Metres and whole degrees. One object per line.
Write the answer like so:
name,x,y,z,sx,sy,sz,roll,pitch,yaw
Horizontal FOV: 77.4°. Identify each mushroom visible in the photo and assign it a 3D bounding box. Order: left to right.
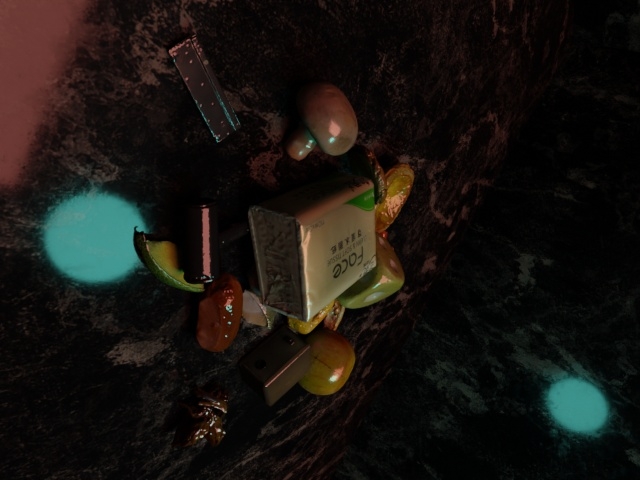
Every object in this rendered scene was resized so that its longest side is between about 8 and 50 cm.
mushroom,0.002,-0.319,1.082,0.207,0.209,0.206,10,72,-34

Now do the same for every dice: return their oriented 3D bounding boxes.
dice,0.163,0.113,1.536,0.238,0.233,0.227,-34,155,23

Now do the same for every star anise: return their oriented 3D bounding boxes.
star anise,-0.380,0.565,1.303,0.237,0.148,0.346,-35,151,-38

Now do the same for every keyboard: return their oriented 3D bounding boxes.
keyboard,-0.244,-0.318,0.856,0.072,0.023,0.231,-41,145,-15

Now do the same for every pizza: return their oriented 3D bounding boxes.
pizza,0.066,0.328,1.825,0.134,0.056,0.270,-16,129,-59

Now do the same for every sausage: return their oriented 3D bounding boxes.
sausage,-0.288,0.208,1.148,0.133,0.133,0.258,-18,130,-48

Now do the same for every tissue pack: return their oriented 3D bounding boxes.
tissue pack,0.000,0.000,1.225,0.405,0.205,0.331,-31,126,-46

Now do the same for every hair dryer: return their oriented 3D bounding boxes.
hair dryer,-0.257,-0.021,1.034,0.251,0.089,0.197,-31,127,-61

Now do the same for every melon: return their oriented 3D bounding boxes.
melon,-0.358,0.054,0.988,0.114,0.053,0.261,-58,150,-16
melon,-0.199,0.236,1.320,0.093,0.139,0.202,-37,152,6

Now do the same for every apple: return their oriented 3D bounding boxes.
apple,0.018,0.525,1.728,0.286,0.233,0.286,-54,161,-29

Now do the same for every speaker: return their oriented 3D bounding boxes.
speaker,-0.168,0.473,1.519,0.231,0.153,0.192,-36,143,-33

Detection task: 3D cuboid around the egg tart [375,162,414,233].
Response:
egg tart,0.240,-0.176,1.574,0.319,0.128,0.318,-38,146,-32

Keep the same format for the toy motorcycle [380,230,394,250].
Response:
toy motorcycle,0.250,0.097,1.817,0.221,0.148,0.325,-50,150,-61

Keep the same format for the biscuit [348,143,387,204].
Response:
biscuit,0.160,-0.221,1.338,0.042,0.226,0.225,-27,141,-10

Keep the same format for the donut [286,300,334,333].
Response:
donut,-0.038,0.256,1.572,0.253,0.118,0.253,-47,162,-20

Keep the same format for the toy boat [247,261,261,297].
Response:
toy boat,-0.159,0.113,1.301,0.227,0.085,0.155,4,96,-63
